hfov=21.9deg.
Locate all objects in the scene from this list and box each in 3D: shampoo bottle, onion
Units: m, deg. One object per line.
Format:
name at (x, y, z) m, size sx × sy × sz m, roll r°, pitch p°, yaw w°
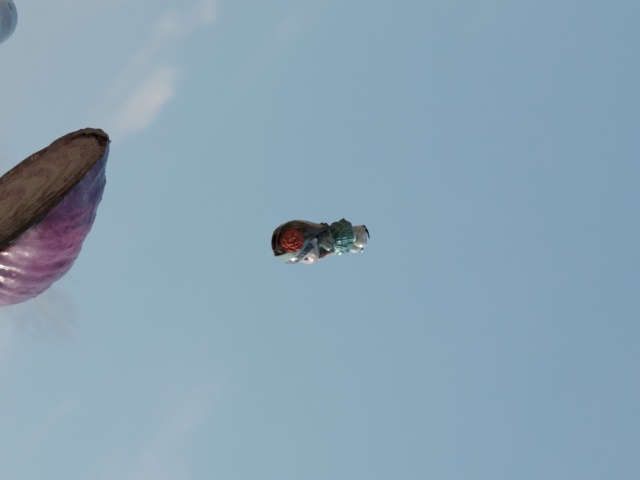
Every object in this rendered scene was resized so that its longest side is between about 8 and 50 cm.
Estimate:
shampoo bottle at (-0.399, -0.239, 1.855) m, size 0.074 × 0.074 × 0.192 m, roll -43°, pitch -174°, yaw 18°
onion at (-0.312, -0.012, 1.863) m, size 0.247 × 0.111 × 0.250 m, roll -31°, pitch -160°, yaw 15°

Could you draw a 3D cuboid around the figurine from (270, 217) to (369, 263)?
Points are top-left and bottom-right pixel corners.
figurine at (0.000, 0.000, 1.710) m, size 0.060 × 0.106 × 0.047 m, roll -8°, pitch -93°, yaw 61°
